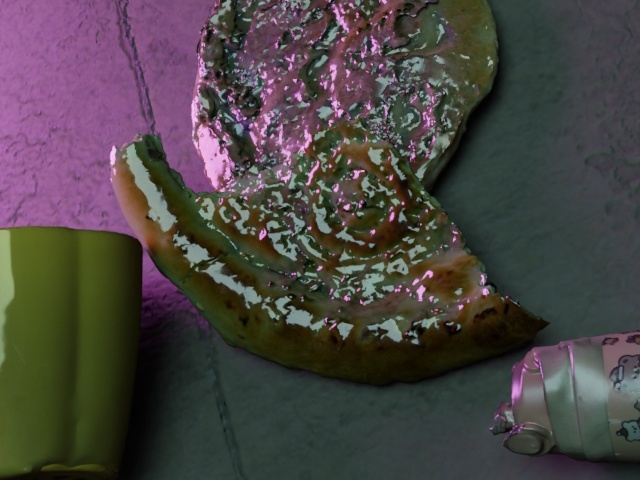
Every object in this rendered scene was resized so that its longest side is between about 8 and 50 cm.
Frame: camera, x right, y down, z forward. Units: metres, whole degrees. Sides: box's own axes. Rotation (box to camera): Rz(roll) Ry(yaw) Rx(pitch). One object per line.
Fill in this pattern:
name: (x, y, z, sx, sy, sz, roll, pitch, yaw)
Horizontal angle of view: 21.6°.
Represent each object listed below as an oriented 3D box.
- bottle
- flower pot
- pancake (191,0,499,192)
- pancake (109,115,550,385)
bottle: (0.190, 0.104, 1.122, 0.152, 0.099, 0.099, -6, 64, 20)
flower pot: (-0.220, 0.096, 1.265, 0.195, 0.195, 0.179, -11, 76, 19)
pancake: (0.010, -0.130, 1.338, 0.282, 0.049, 0.283, -9, 65, 21)
pancake: (-0.002, 0.001, 1.245, 0.376, 0.054, 0.197, 15, 91, 21)
